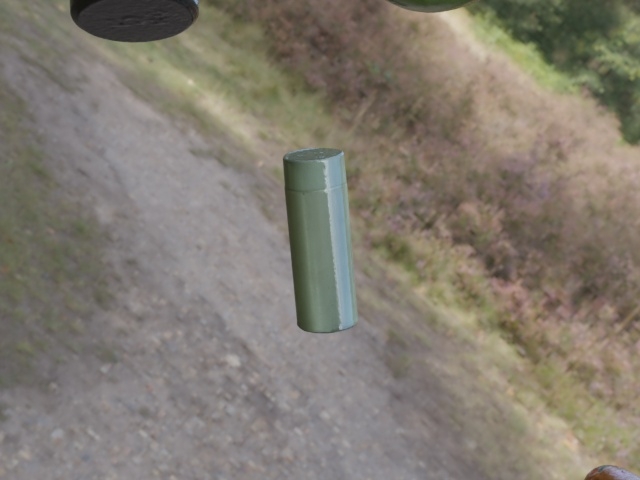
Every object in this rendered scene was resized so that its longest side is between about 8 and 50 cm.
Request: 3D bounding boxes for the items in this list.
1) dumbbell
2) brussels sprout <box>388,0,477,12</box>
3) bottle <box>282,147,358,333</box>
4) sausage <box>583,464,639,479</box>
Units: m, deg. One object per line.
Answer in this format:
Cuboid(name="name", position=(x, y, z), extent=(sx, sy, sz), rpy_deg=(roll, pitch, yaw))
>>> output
Cuboid(name="dumbbell", position=(-0.150, -0.261, 0.861), extent=(0.100, 0.100, 0.191), rpy_deg=(16, 66, -55))
Cuboid(name="brussels sprout", position=(0.069, -0.228, 0.727), extent=(0.155, 0.155, 0.117), rpy_deg=(39, 10, -4))
Cuboid(name="bottle", position=(0.000, 0.000, 1.236), extent=(0.072, 0.201, 0.072), rpy_deg=(-4, 16, 1))
Cuboid(name="sausage", position=(0.295, 0.242, 0.836), extent=(0.053, 0.053, 0.348), rpy_deg=(35, -2, -18))
